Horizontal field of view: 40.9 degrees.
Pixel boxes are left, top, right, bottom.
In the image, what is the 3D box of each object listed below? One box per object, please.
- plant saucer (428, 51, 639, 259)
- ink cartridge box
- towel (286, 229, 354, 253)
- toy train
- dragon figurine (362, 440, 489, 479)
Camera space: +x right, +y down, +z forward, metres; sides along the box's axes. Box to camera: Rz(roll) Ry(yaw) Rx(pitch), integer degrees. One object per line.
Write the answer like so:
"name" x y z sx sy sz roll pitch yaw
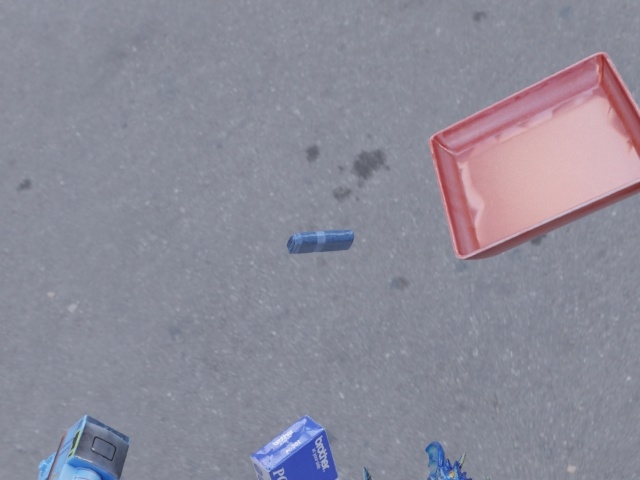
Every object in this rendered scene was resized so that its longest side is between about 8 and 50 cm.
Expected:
"plant saucer" 0.275 -0.099 1.073 0.259 0.047 0.258 -26 38 19
"ink cartridge box" -0.022 0.346 1.164 0.097 0.207 0.046 -32 35 -28
"towel" 0.000 0.000 1.597 0.120 0.067 0.029 -3 71 -14
"toy train" -0.275 0.286 0.938 0.105 0.080 0.184 -43 24 31
"dragon figurine" 0.099 0.248 0.809 0.144 0.289 0.085 -34 83 1
